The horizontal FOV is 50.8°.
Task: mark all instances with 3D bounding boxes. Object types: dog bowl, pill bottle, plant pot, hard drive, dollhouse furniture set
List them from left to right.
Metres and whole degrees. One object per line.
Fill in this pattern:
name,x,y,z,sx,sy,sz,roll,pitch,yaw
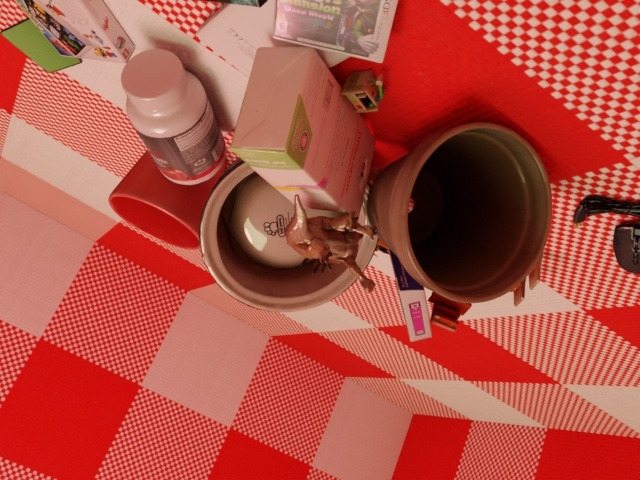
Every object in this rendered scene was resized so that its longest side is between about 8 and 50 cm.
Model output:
pill bottle,-0.328,-0.274,1.513,0.176,0.176,0.318,18,158,14
plant pot,-0.384,-0.144,1.784,0.274,0.243,0.275,20,159,8
hard drive,-0.074,-0.370,1.210,0.203,0.040,0.307,34,156,-26
dog bowl,-0.076,-0.045,1.553,0.408,0.408,0.150,34,-165,-25
plant pot,0.234,-0.064,1.320,0.323,0.323,0.280,33,174,-23
dollhouse furniture set,0.360,0.094,1.627,0.262,0.135,0.259,22,138,-3

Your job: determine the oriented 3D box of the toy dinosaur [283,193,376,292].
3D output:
toy dinosaur,0.000,0.000,1.354,0.200,0.127,0.295,15,170,45

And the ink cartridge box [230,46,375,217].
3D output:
ink cartridge box,-0.017,-0.186,1.289,0.119,0.207,0.353,6,163,26

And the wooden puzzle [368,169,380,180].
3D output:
wooden puzzle,0.159,-0.131,1.574,0.116,0.014,0.078,18,158,13

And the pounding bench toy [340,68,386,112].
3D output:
pounding bench toy,0.094,-0.274,1.247,0.083,0.052,0.065,4,151,41

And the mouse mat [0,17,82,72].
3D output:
mouse mat,-0.682,-0.472,1.644,0.189,0.007,0.152,3,151,44

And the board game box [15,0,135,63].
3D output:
board game box,-0.539,-0.492,1.381,0.193,0.053,0.305,13,156,24

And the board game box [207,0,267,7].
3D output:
board game box,-0.180,-0.448,1.097,0.186,0.026,0.126,19,148,32

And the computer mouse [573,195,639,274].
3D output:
computer mouse,0.605,0.003,1.368,0.184,0.060,0.262,12,156,26

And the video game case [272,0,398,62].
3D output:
video game case,0.023,-0.368,1.051,0.190,0.022,0.173,14,145,1

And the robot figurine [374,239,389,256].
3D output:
robot figurine,0.189,0.005,1.765,0.291,0.085,0.211,30,158,-16

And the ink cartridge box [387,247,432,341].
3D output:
ink cartridge box,0.205,0.092,1.599,0.069,0.176,0.371,-15,149,7
